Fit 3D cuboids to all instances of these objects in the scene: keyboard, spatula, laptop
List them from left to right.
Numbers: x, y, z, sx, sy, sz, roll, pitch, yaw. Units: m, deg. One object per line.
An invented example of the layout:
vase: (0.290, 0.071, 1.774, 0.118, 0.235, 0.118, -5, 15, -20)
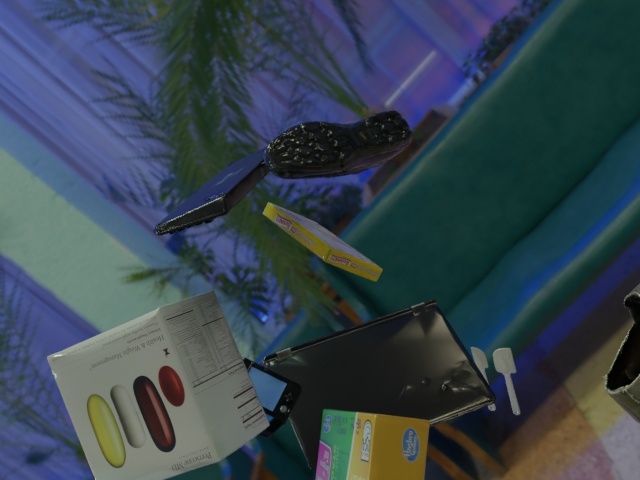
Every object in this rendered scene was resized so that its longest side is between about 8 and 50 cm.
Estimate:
keyboard: (-0.094, -0.089, 1.252, 0.202, 0.033, 0.317, -23, 14, 21)
laptop: (0.091, 0.294, 1.872, 0.382, 0.236, 0.408, -17, -9, -12)
spatula: (0.383, 0.327, 2.121, 0.168, 0.242, 0.019, -2, 42, 23)

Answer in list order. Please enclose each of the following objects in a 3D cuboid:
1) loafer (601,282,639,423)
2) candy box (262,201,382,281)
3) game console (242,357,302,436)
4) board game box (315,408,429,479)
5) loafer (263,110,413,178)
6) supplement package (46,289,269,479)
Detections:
loafer: (0.342, 0.059, 0.843, 0.251, 0.087, 0.094, -68, 15, -2)
candy box: (0.000, 0.000, 1.372, 0.206, 0.105, 0.027, 37, 104, 54)
game console: (-0.108, 0.254, 1.477, 0.107, 0.122, 0.071, -62, -15, -15)
board game box: (0.043, 0.359, 1.044, 0.242, 0.064, 0.316, 144, 134, -73)
loafer: (0.020, -0.110, 1.139, 0.223, 0.076, 0.078, -17, -20, -37)
supplement package: (-0.212, 0.201, 1.194, 0.194, 0.203, 0.149, -24, -3, 22)
